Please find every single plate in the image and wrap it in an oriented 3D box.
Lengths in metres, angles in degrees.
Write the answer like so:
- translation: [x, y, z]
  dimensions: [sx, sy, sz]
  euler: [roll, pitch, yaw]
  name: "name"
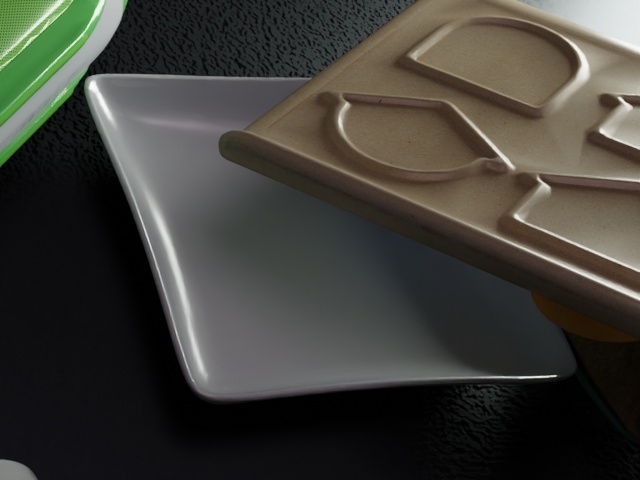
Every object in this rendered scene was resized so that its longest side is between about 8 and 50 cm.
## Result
- translation: [0.000, 0.000, 1.256]
  dimensions: [0.277, 0.045, 0.278]
  euler: [-1, 48, -27]
  name: "plate"

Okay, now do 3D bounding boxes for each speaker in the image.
- translation: [-0.236, -0.109, 1.194]
  dimensions: [0.131, 0.131, 0.296]
  euler: [30, 43, 5]
  name: "speaker"

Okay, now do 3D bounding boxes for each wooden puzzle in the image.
- translation: [0.150, -0.047, 1.247]
  dimensions: [0.322, 0.080, 0.348]
  euler: [24, 34, 22]
  name: "wooden puzzle"

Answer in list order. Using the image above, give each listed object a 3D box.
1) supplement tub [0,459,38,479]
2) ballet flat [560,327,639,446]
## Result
- translation: [-0.143, 0.219, 0.901]
  dimensions: [0.144, 0.144, 0.200]
  euler: [-15, 56, -35]
  name: "supplement tub"
- translation: [0.254, 0.115, 1.200]
  dimensions: [0.116, 0.124, 0.342]
  euler: [10, 43, -32]
  name: "ballet flat"
